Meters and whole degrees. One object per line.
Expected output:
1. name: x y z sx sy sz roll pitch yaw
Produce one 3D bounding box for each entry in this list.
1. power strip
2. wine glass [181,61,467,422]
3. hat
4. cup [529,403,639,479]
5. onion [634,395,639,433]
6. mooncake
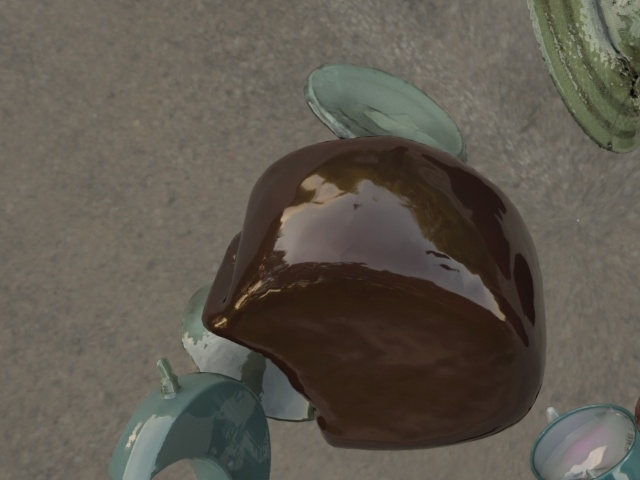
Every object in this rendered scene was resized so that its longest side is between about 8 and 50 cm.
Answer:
1. power strip: -0.120 0.214 0.882 0.054 0.253 0.167 3 49 28
2. wine glass: 0.000 0.000 1.098 0.267 0.267 0.406 34 126 13
3. hat: 0.300 -0.214 0.812 0.110 0.252 0.251 -15 87 42
4. cup: 0.422 0.360 1.300 0.168 0.299 0.173 -32 112 1
5. onion: 0.334 0.153 0.686 0.150 0.150 0.140 -24 59 16
6. mooncake: 0.059 0.063 0.832 0.326 0.174 0.334 23 140 -18
